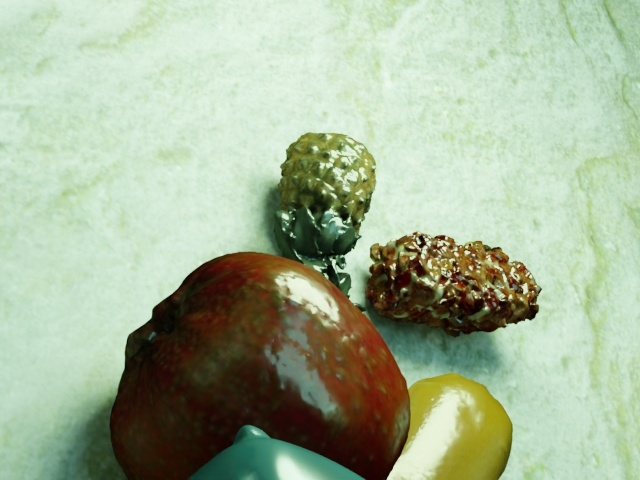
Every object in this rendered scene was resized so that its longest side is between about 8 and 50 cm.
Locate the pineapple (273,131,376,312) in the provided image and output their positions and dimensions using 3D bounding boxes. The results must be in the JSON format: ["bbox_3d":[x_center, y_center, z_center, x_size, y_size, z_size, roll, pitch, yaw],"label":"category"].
[{"bbox_3d":[0.000,0.000,1.795,0.119,0.111,0.237,10,54,1],"label":"pineapple"}]

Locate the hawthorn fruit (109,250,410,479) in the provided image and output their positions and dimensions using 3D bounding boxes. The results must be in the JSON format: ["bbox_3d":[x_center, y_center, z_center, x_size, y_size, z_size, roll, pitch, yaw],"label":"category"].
[{"bbox_3d":[-0.034,0.166,1.511,0.300,0.254,0.254,46,37,-17],"label":"hawthorn fruit"}]

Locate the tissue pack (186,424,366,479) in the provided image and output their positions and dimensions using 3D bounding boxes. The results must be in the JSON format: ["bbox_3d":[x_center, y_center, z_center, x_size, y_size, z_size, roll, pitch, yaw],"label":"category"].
[{"bbox_3d":[-0.060,0.287,1.330,0.198,0.287,0.206,25,36,-28],"label":"tissue pack"}]

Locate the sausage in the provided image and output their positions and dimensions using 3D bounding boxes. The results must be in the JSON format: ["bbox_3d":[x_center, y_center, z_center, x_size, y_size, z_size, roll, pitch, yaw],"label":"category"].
[{"bbox_3d":[0.083,0.268,1.636,0.134,0.116,0.354,50,40,-13],"label":"sausage"}]

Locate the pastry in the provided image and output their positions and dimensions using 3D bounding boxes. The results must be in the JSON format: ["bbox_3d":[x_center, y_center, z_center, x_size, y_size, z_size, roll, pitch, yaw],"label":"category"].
[{"bbox_3d":[0.144,0.051,1.895,0.208,0.097,0.115,9,59,-39],"label":"pastry"}]
